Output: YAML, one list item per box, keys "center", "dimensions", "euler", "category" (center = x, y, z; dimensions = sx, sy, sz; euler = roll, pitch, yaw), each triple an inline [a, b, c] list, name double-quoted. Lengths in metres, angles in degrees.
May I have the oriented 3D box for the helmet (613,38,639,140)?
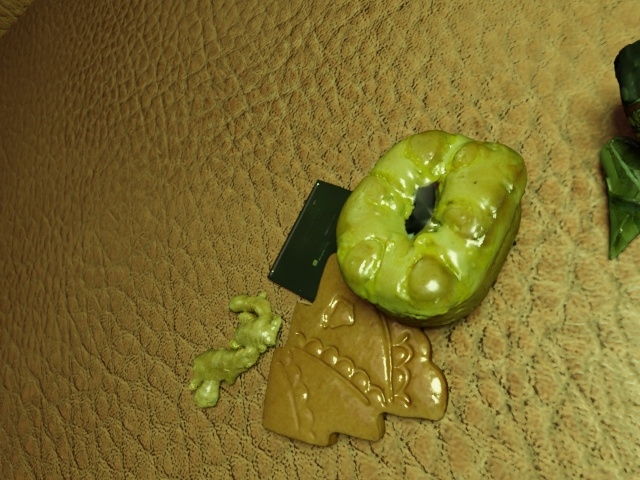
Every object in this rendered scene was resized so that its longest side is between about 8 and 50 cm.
- center: [0.436, -0.138, 0.474]
  dimensions: [0.279, 0.230, 0.160]
  euler: [-1, 92, 11]
  category: "helmet"

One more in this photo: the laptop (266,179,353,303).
- center: [0.000, 0.000, 0.828]
  dimensions: [0.135, 0.016, 0.197]
  euler: [23, 86, 37]
  category: "laptop"

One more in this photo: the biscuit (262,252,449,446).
- center: [0.027, 0.175, 0.710]
  dimensions: [0.306, 0.043, 0.284]
  euler: [-43, 56, 10]
  category: "biscuit"

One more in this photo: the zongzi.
- center: [0.349, -0.056, 0.592]
  dimensions: [0.119, 0.055, 0.109]
  euler: [-50, 49, 21]
  category: "zongzi"

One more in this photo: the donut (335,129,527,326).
- center: [0.138, -0.019, 0.645]
  dimensions: [0.209, 0.128, 0.261]
  euler: [28, 75, 36]
  category: "donut"

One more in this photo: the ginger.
- center: [-0.143, 0.176, 0.831]
  dimensions: [0.176, 0.053, 0.193]
  euler: [-14, 63, 35]
  category: "ginger"
